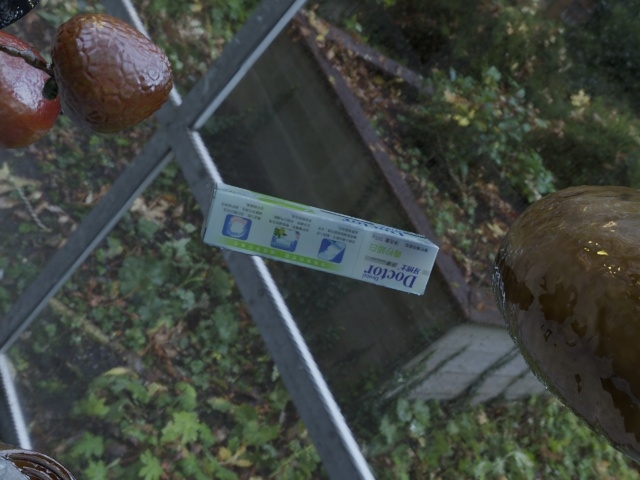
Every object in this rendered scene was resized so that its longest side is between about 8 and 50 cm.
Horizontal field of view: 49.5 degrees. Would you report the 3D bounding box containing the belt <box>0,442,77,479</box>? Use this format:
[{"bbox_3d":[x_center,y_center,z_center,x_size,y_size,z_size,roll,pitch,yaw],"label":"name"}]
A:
[{"bbox_3d":[-0.352,0.382,0.733,0.217,0.122,0.338,5,76,-46],"label":"belt"}]

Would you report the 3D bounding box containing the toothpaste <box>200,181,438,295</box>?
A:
[{"bbox_3d":[0.000,0.000,1.007,0.336,0.081,0.067,14,12,-14],"label":"toothpaste"}]

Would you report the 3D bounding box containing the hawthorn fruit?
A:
[{"bbox_3d":[-0.442,-0.203,0.974,0.188,0.169,0.169,27,30,-54],"label":"hawthorn fruit"}]

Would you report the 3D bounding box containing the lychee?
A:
[{"bbox_3d":[-0.203,-0.155,0.617,0.140,0.114,0.101,23,68,-3],"label":"lychee"}]

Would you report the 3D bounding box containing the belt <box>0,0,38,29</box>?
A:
[{"bbox_3d":[-0.540,-0.395,1.083,0.151,0.078,0.198,26,56,16],"label":"belt"}]

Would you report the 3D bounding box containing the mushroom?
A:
[{"bbox_3d":[0.305,0.062,0.643,0.313,0.224,0.397,27,18,17],"label":"mushroom"}]
